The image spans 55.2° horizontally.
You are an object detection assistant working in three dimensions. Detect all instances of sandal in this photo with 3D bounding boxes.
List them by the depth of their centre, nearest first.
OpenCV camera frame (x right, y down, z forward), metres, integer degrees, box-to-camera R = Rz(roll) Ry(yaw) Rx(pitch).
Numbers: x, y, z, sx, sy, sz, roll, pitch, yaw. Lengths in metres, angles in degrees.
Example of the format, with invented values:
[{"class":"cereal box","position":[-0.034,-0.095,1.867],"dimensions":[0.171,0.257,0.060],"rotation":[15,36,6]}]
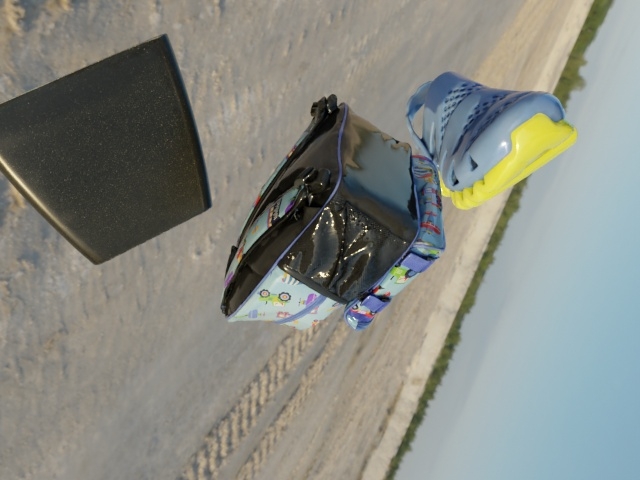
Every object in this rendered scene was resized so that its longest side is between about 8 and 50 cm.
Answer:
[{"class":"sandal","position":[0.156,-0.118,0.652],"dimensions":[0.126,0.138,0.317],"rotation":[-32,-175,0]}]

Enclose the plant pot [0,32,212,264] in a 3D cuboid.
[{"class":"plant pot","position":[-0.210,-0.083,0.626],"dimensions":[0.187,0.167,0.188],"rotation":[-29,-165,-12]}]

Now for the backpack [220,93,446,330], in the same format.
[{"class":"backpack","position":[0.000,0.000,0.483],"dimensions":[0.173,0.117,0.158],"rotation":[-50,-161,30]}]
